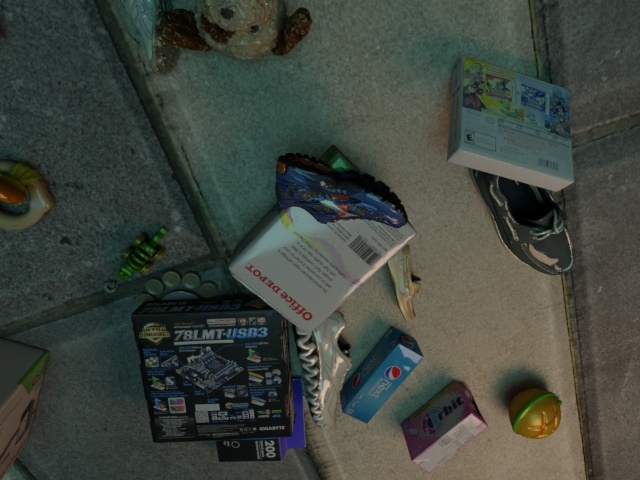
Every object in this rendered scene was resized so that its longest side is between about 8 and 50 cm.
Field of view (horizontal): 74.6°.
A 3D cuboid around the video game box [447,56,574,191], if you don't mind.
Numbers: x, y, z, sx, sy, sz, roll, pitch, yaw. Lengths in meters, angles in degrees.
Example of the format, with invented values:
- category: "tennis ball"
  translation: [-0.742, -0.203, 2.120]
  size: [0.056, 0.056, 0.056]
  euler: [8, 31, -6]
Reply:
- category: "video game box"
  translation: [0.314, -0.194, 0.698]
  size: [0.205, 0.048, 0.187]
  euler: [14, 71, -9]

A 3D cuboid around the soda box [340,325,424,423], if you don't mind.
- category: "soda box"
  translation: [0.129, 0.298, 0.925]
  size: [0.071, 0.067, 0.210]
  euler: [30, 107, -15]

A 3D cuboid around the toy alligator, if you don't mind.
- category: "toy alligator"
  translation: [-0.360, 0.047, 0.802]
  size: [0.189, 0.051, 0.056]
  euler: [-43, 108, 12]

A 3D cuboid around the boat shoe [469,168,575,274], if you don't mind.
- category: "boat shoe"
  translation: [0.395, -0.038, 0.792]
  size: [0.116, 0.099, 0.319]
  euler: [-37, 109, 12]

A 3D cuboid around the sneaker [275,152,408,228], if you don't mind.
- category: "sneaker"
  translation: [0.031, -0.064, 0.654]
  size: [0.221, 0.083, 0.087]
  euler: [19, 120, -4]

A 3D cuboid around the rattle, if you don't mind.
- category: "rattle"
  translation: [-0.578, -0.047, 0.709]
  size: [0.199, 0.143, 0.130]
  euler: [-18, 130, -3]

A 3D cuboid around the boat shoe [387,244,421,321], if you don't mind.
- category: "boat shoe"
  translation: [0.175, 0.086, 0.847]
  size: [0.059, 0.063, 0.170]
  euler: [-15, 111, 9]

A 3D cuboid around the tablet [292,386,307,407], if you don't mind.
- category: "tablet"
  translation: [-0.078, 0.376, 0.976]
  size: [0.083, 0.006, 0.054]
  euler: [-36, 109, 10]

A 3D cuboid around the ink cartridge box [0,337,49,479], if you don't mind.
- category: "ink cartridge box"
  translation: [-0.667, 0.369, 0.831]
  size: [0.114, 0.198, 0.273]
  euler: [20, 109, -12]

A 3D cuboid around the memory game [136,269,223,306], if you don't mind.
- category: "memory game"
  translation: [-0.285, 0.144, 0.867]
  size: [0.186, 0.012, 0.186]
  euler: [-1, 111, -3]

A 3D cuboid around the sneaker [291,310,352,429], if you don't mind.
- category: "sneaker"
  translation: [0.016, 0.279, 0.897]
  size: [0.118, 0.110, 0.293]
  euler: [-11, 113, -9]

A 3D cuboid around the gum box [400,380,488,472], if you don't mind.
- category: "gum box"
  translation: [0.282, 0.421, 0.963]
  size: [0.062, 0.107, 0.188]
  euler: [40, 104, -17]

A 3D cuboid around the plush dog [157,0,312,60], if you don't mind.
- category: "plush dog"
  translation: [-0.126, -0.376, 0.602]
  size: [0.262, 0.211, 0.226]
  euler: [3, 130, 3]

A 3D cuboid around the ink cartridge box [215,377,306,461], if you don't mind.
- category: "ink cartridge box"
  translation: [-0.140, 0.414, 0.961]
  size: [0.208, 0.045, 0.207]
  euler: [-3, 110, 0]

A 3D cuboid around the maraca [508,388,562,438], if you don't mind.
- category: "maraca"
  translation: [0.508, 0.406, 0.982]
  size: [0.185, 0.099, 0.127]
  euler: [28, 105, -40]

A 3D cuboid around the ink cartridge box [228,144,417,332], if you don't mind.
- category: "ink cartridge box"
  translation: [0.000, 0.000, 0.771]
  size: [0.201, 0.117, 0.278]
  euler: [42, 102, -17]

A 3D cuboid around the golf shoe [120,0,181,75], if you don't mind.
- category: "golf shoe"
  translation: [-0.268, -0.352, 0.655]
  size: [0.085, 0.069, 0.177]
  euler: [10, 109, 14]

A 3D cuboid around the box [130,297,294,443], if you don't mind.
- category: "box"
  translation: [-0.208, 0.264, 0.853]
  size: [0.295, 0.073, 0.294]
  euler: [-3, 105, 0]
